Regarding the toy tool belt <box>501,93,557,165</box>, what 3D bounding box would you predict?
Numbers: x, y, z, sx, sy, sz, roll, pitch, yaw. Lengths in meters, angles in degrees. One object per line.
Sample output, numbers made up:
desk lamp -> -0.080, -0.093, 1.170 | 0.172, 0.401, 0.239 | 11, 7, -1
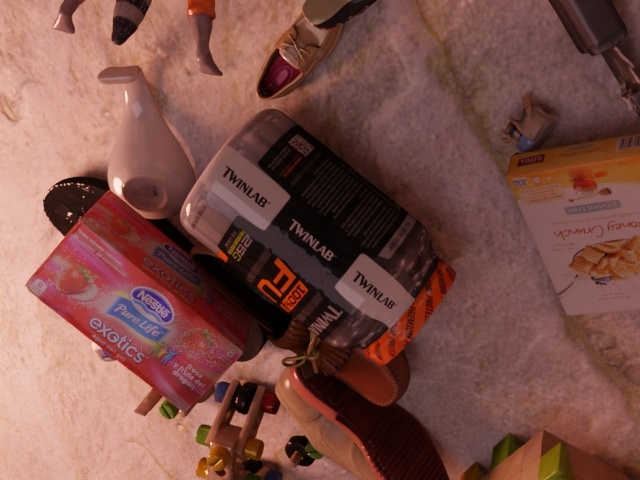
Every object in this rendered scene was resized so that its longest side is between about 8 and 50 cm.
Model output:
toy tool belt -> 0.244, -0.131, 1.090 | 0.051, 0.052, 0.083 | 52, 137, 25

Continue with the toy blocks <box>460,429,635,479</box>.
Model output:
toy blocks -> 0.356, 0.445, 1.354 | 0.261, 0.191, 0.381 | 29, 133, -6

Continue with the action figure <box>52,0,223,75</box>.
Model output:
action figure -> -0.127, -0.362, 1.025 | 0.341, 0.178, 0.330 | 18, 97, 9

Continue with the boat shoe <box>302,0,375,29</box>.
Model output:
boat shoe -> 0.042, -0.296, 1.078 | 0.133, 0.042, 0.049 | -28, 80, 14

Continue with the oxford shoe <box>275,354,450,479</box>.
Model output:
oxford shoe -> 0.069, 0.322, 1.460 | 0.348, 0.123, 0.130 | 48, 137, 6

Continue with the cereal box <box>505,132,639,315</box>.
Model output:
cereal box -> 0.343, -0.012, 1.077 | 0.173, 0.047, 0.240 | -9, 128, 33

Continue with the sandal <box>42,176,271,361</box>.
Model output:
sandal -> -0.280, 0.050, 1.470 | 0.445, 0.107, 0.167 | 35, 132, 5

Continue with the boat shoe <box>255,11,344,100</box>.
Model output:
boat shoe -> -0.029, -0.239, 1.158 | 0.063, 0.059, 0.170 | 40, 130, 1

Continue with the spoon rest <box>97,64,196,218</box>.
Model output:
spoon rest -> -0.264, -0.144, 1.348 | 0.137, 0.084, 0.276 | -1, 131, 5

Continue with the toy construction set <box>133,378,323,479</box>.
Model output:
toy construction set -> -0.191, 0.376, 1.557 | 0.309, 0.237, 0.257 | 36, 132, 4

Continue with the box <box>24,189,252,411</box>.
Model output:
box -> -0.258, 0.087, 1.348 | 0.300, 0.154, 0.142 | 41, 107, -11

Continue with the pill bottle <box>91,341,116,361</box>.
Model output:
pill bottle -> -0.348, 0.178, 1.625 | 0.120, 0.067, 0.067 | -15, 112, 36

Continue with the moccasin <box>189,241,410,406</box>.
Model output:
moccasin -> -0.029, 0.115, 1.343 | 0.380, 0.147, 0.139 | 44, 132, -4

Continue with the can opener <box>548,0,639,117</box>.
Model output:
can opener -> 0.314, -0.241, 0.968 | 0.095, 0.076, 0.283 | -33, 103, 8

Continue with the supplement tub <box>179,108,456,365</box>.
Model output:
supplement tub -> 0.000, 0.000, 1.208 | 0.338, 0.207, 0.207 | 38, 132, 2
